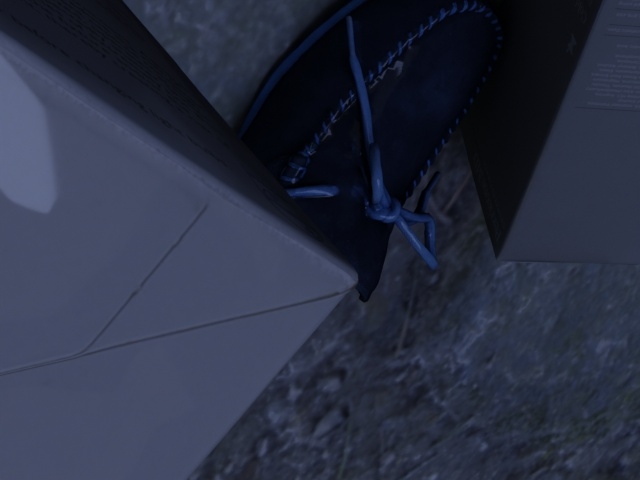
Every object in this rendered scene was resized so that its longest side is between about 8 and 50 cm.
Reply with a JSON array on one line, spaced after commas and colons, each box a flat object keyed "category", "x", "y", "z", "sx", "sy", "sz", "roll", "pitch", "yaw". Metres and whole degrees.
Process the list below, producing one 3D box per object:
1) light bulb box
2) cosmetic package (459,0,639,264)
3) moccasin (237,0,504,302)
[{"category": "light bulb box", "x": -0.236, "y": 0.014, "z": 0.613, "sx": 0.225, "sy": 0.361, "sz": 0.358, "roll": 36, "pitch": 98, "yaw": -36}, {"category": "cosmetic package", "x": 0.162, "y": -0.106, "z": 0.922, "sx": 0.107, "sy": 0.127, "sz": 0.238, "roll": 3, "pitch": 137, "yaw": -15}, {"category": "moccasin", "x": 0.000, "y": 0.000, "z": 0.945, "sx": 0.137, "sy": 0.117, "sz": 0.342, "roll": 28, "pitch": 104, "yaw": -43}]
